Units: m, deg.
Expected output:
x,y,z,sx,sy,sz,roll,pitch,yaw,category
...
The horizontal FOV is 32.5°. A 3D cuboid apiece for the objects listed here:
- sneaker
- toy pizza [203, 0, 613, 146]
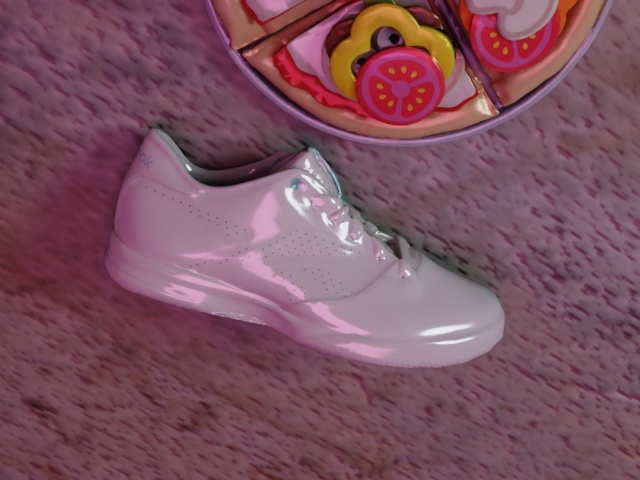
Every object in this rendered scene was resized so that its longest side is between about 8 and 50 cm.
x,y,z,sx,sy,sz,roll,pitch,yaw,category
0.000,0.000,0.560,0.212,0.080,0.094,14,107,-5,sneaker
0.041,-0.131,0.504,0.201,0.032,0.201,1,119,1,toy pizza
